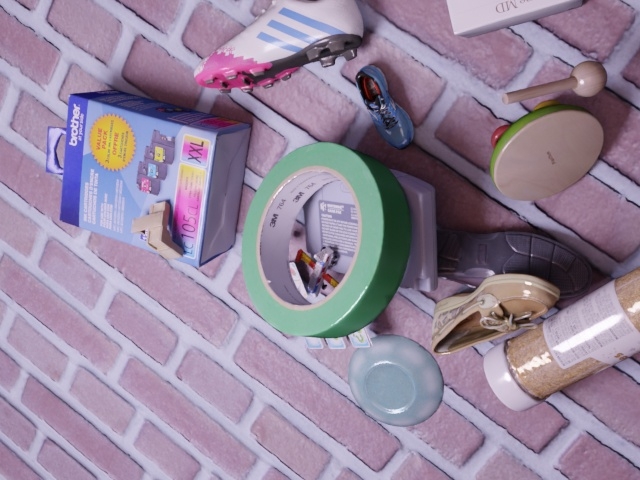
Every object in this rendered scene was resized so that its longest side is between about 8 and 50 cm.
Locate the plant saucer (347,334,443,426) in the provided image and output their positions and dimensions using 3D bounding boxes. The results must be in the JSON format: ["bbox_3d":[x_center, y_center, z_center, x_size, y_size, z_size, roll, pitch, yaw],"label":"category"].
[{"bbox_3d":[0.139,0.280,1.364,0.194,0.037,0.195,6,106,21],"label":"plant saucer"}]

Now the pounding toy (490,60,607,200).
[{"bbox_3d":[0.342,-0.183,1.117,0.182,0.110,0.237,-14,138,-4],"label":"pounding toy"}]

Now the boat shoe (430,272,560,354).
[{"bbox_3d":[0.282,0.130,1.166,0.104,0.089,0.285,27,153,-13],"label":"boat shoe"}]

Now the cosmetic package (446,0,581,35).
[{"bbox_3d":[0.261,-0.509,1.050,0.196,0.155,0.366,-13,97,22],"label":"cosmetic package"}]

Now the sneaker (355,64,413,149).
[{"bbox_3d":[0.103,-0.228,1.228,0.063,0.073,0.162,-31,90,25],"label":"sneaker"}]

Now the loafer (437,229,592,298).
[{"bbox_3d":[0.308,0.042,1.220,0.302,0.095,0.109,10,77,15],"label":"loafer"}]

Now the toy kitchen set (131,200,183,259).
[{"bbox_3d":[-0.301,-0.015,1.308,0.068,0.075,0.083,-11,61,20],"label":"toy kitchen set"}]

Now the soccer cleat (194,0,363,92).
[{"bbox_3d":[-0.080,-0.364,1.260,0.331,0.116,0.143,-10,83,22],"label":"soccer cleat"}]

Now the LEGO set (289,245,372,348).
[{"bbox_3d":[-0.018,0.102,1.330,0.182,0.060,0.244,-10,104,49],"label":"LEGO set"}]

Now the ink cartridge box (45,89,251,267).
[{"bbox_3d":[-0.359,-0.138,1.399,0.395,0.151,0.270,17,109,19],"label":"ink cartridge box"}]

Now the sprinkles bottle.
[{"bbox_3d":[0.434,0.154,1.136,0.355,0.121,0.121,-40,86,35],"label":"sprinkles bottle"}]

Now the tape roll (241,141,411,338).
[{"bbox_3d":[0.000,0.000,1.172,0.321,0.077,0.321,-10,75,42],"label":"tape roll"}]

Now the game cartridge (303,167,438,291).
[{"bbox_3d":[0.082,-0.031,1.237,0.297,0.062,0.198,12,107,47],"label":"game cartridge"}]
